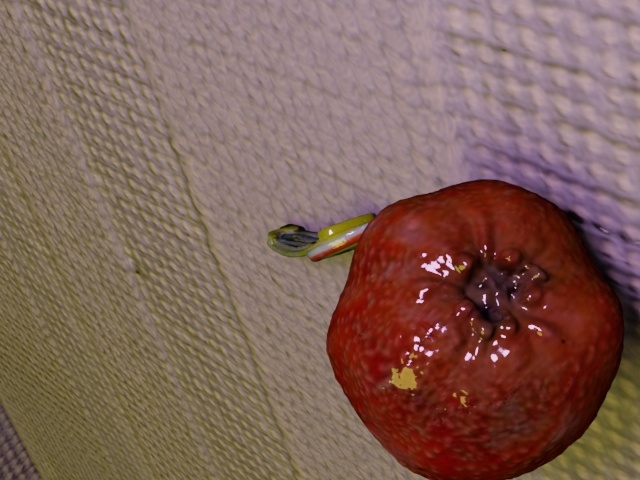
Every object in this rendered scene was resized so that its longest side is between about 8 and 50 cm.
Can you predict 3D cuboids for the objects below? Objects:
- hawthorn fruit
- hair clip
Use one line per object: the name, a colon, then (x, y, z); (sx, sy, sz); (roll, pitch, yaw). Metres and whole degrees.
hawthorn fruit: (0.101, 0.074, 0.960); (0.205, 0.205, 0.253); (46, 161, 12)
hair clip: (0.000, 0.000, 1.179); (0.188, 0.060, 0.033); (-6, 101, 65)
